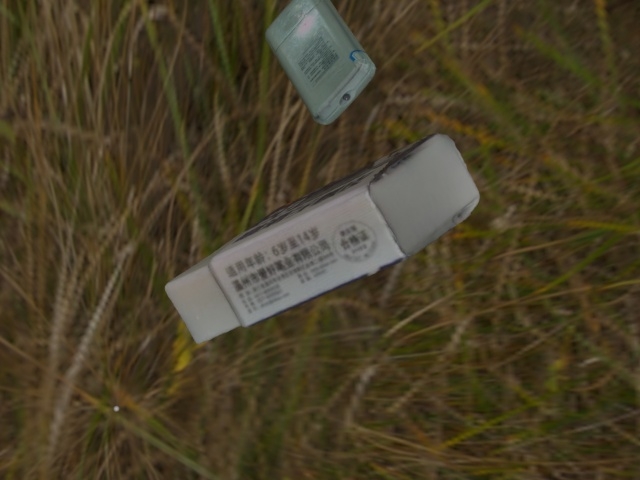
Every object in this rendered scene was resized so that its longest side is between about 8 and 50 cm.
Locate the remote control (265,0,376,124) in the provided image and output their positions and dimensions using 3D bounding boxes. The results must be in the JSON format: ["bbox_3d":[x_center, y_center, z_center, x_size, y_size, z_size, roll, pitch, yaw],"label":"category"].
[{"bbox_3d":[-0.002,-0.119,1.234,0.018,0.124,0.053,33,105,-33],"label":"remote control"}]

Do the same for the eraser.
[{"bbox_3d":[0.000,0.000,1.420,0.068,0.210,0.124,60,37,-7],"label":"eraser"}]
